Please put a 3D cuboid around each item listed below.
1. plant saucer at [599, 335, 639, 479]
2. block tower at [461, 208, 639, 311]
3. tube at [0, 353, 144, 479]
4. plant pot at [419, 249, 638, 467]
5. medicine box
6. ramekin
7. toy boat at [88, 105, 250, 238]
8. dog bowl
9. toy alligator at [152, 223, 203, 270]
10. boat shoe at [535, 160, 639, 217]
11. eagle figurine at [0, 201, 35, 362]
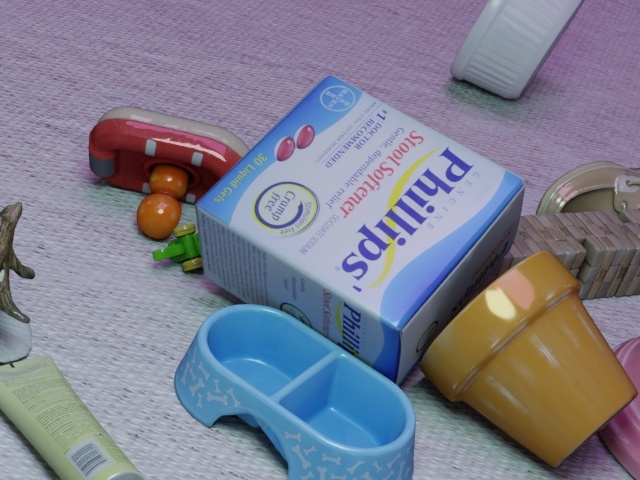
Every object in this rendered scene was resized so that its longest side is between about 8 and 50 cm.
[{"bbox_3d":[0.498,0.211,1.476,0.332,0.084,0.332,11,35,-8],"label":"plant saucer"},{"bbox_3d":[0.328,0.023,1.671,0.336,0.091,0.097,-4,38,-27],"label":"block tower"},{"bbox_3d":[-0.263,0.190,1.239,0.240,0.062,0.070,38,-3,39],"label":"tube"},{"bbox_3d":[0.250,0.147,1.389,0.205,0.205,0.188,-25,66,-43],"label":"plant pot"},{"bbox_3d":[0.047,-0.014,1.439,0.289,0.149,0.263,30,59,22],"label":"medicine box"},{"bbox_3d":[0.347,-0.367,2.094,0.127,0.273,0.273,34,37,5],"label":"ramekin"},{"bbox_3d":[-0.196,-0.071,1.587,0.231,0.151,0.151,12,65,-3],"label":"toy boat"},{"bbox_3d":[-0.023,0.172,1.337,0.297,0.074,0.166,32,37,22],"label":"dog bowl"},{"bbox_3d":[-0.129,-0.003,1.555,0.190,0.056,0.051,-17,2,-23],"label":"toy alligator"},{"bbox_3d":[0.452,-0.049,1.811,0.302,0.109,0.098,-4,37,-35],"label":"boat shoe"},{"bbox_3d":[-0.466,0.032,1.306,0.298,0.225,0.226,-11,-13,13],"label":"eagle figurine"}]
